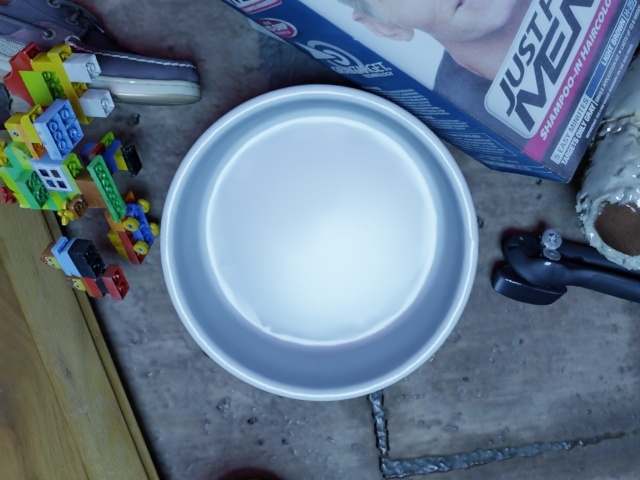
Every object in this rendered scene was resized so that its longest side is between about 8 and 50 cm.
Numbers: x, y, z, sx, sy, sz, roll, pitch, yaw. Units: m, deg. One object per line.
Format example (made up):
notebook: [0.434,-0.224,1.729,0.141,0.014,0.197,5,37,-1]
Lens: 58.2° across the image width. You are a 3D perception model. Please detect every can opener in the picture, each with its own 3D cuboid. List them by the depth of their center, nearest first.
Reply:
can opener: [0.266,0.030,0.571,0.186,0.073,0.059,7,54,-4]

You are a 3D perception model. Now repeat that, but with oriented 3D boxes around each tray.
tray: [-0.280,0.118,0.481,0.076,0.202,0.411,-19,94,30]

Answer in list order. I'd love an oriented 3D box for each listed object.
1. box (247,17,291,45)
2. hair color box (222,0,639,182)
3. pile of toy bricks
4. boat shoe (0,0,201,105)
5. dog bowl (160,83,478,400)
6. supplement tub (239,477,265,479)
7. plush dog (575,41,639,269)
box: [-0.012,-0.237,0.519,0.087,0.102,0.101,25,92,0]
hair color box: [0.094,-0.195,0.452,0.347,0.105,0.174,23,93,-29]
pile of toy bricks: [-0.222,-0.045,0.483,0.105,0.118,0.212,6,136,12]
boat shoe: [-0.246,-0.181,0.520,0.285,0.103,0.093,10,98,4]
dog bowl: [0.000,0.000,0.521,0.264,0.104,0.265,0,99,2]
supplement tub: [-0.070,0.297,0.506,0.116,0.190,0.117,0,94,-1]
plush dog: [0.370,-0.091,0.519,0.225,0.211,0.262,27,121,-16]
